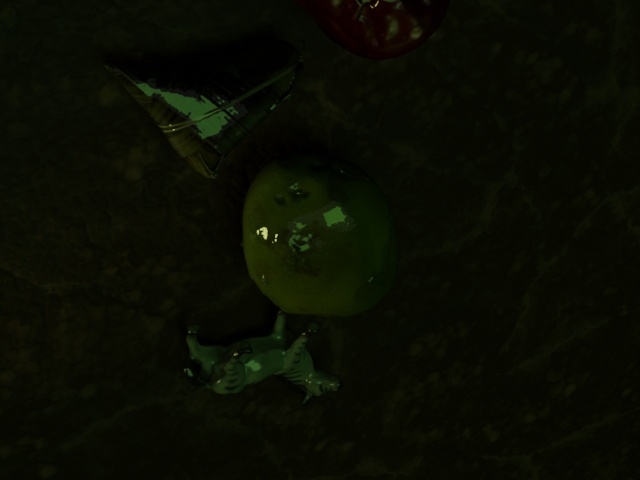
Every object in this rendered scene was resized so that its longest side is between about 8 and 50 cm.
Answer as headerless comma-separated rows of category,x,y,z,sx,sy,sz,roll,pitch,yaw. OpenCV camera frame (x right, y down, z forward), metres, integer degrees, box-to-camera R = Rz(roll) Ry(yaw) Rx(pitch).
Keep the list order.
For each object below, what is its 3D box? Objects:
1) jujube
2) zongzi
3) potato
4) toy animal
jujube,0.035,-0.293,1.970,0.230,0.155,0.155,29,103,-40
zongzi,-0.119,-0.191,1.997,0.187,0.084,0.184,-45,125,-7
potato,0.000,0.000,2.160,0.186,0.148,0.253,-43,134,-2
toy animal,-0.073,0.154,2.281,0.217,0.073,0.176,-10,141,-23
